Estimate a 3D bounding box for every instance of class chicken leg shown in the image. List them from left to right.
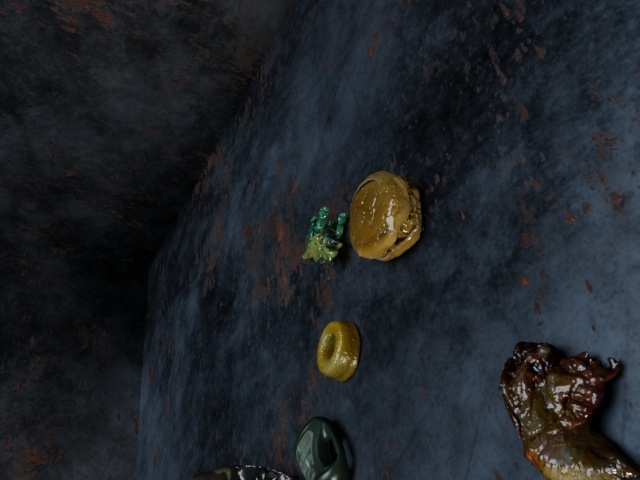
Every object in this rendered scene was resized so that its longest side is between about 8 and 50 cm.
[{"bbox_3d":[0.372,0.263,0.853,0.177,0.083,0.323,-41,37,24],"label":"chicken leg"}]

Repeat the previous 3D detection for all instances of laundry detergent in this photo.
[{"bbox_3d":[0.013,0.520,1.386,0.144,0.078,0.222,-63,29,13],"label":"laundry detergent"}]

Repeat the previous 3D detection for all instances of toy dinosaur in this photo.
[{"bbox_3d":[0.000,0.000,1.686,0.259,0.094,0.153,161,124,-68],"label":"toy dinosaur"}]

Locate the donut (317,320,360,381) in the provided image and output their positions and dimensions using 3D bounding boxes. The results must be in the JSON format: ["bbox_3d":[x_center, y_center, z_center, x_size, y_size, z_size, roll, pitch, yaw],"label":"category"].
[{"bbox_3d":[0.041,0.271,1.491,0.152,0.058,0.152,-42,39,46],"label":"donut"}]

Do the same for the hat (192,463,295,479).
[{"bbox_3d":[-0.203,0.769,1.478,0.366,0.257,0.382,23,102,50],"label":"hat"}]

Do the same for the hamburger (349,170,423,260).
[{"bbox_3d":[0.150,-0.059,1.412,0.213,0.108,0.214,-27,58,54],"label":"hamburger"}]
